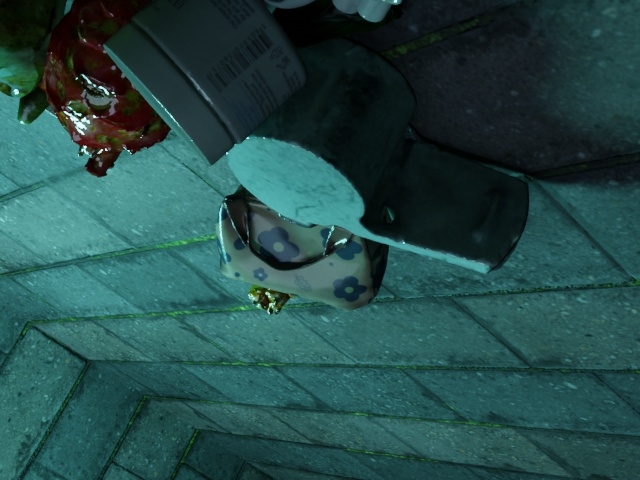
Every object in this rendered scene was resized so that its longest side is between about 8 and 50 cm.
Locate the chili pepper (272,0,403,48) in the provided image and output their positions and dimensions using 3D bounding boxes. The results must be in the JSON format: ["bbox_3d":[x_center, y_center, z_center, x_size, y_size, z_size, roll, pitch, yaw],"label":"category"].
[{"bbox_3d":[0.004,-0.252,1.084,0.108,0.062,0.216,38,156,-24],"label":"chili pepper"}]

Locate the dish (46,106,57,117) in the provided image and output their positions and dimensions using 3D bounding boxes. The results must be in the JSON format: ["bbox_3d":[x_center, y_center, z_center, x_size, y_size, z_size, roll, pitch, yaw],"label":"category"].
[{"bbox_3d":[-0.365,-0.234,1.491,0.191,0.066,0.190,24,157,10],"label":"dish"}]

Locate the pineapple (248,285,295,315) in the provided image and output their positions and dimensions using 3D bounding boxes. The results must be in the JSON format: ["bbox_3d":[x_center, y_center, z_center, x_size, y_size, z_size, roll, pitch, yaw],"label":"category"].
[{"bbox_3d":[-0.068,0.069,1.789,0.069,0.137,0.116,45,-166,-27],"label":"pineapple"}]

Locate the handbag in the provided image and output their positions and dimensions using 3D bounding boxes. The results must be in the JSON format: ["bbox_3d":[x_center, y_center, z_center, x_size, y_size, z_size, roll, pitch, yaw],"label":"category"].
[{"bbox_3d":[-0.020,-0.032,1.414,0.252,0.190,0.193,14,148,9],"label":"handbag"}]

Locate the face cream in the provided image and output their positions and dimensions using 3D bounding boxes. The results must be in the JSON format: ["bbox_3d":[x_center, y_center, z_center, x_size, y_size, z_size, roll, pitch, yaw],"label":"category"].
[{"bbox_3d":[-0.122,-0.194,1.054,0.177,0.153,0.177,47,174,6],"label":"face cream"}]

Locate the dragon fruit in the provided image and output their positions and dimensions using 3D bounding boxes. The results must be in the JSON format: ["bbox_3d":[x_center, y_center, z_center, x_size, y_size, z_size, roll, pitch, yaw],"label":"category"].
[{"bbox_3d":[-0.256,-0.205,1.234,0.210,0.205,0.268,40,126,21],"label":"dragon fruit"}]

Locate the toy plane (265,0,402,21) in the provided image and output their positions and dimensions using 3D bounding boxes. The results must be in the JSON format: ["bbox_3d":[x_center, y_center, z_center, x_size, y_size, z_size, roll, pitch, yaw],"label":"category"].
[{"bbox_3d":[-0.013,-0.307,0.895,0.252,0.118,0.252,30,148,22],"label":"toy plane"}]

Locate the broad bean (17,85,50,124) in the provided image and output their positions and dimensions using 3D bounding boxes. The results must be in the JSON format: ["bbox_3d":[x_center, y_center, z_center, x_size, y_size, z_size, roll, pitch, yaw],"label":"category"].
[{"bbox_3d":[-0.353,-0.245,1.365,0.069,0.227,0.039,61,-161,7],"label":"broad bean"}]

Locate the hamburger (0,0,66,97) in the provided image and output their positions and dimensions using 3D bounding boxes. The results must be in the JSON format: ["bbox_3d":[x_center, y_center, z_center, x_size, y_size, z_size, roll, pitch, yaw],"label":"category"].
[{"bbox_3d":[-0.443,-0.279,1.281,0.168,0.192,0.288,15,163,-31],"label":"hamburger"}]

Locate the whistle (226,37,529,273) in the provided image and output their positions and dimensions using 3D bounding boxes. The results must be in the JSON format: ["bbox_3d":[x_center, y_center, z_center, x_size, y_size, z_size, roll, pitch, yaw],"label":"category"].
[{"bbox_3d":[0.059,-0.093,1.217,0.405,0.168,0.188,34,155,-15],"label":"whistle"}]
